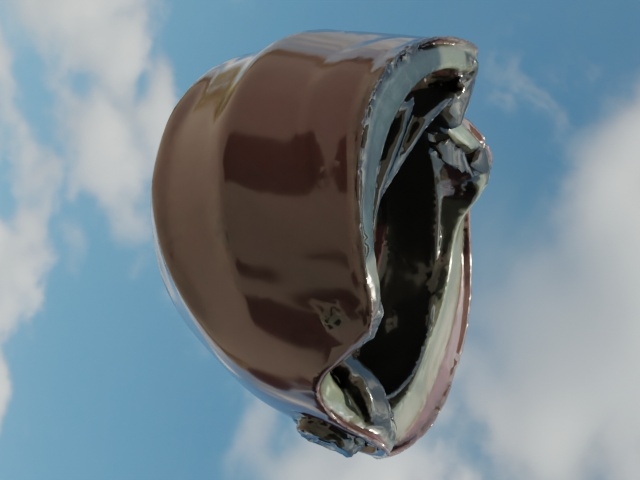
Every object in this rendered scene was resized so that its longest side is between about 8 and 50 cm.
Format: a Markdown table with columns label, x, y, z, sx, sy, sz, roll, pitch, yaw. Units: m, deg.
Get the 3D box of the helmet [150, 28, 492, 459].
| label | x | y | z | sx | sy | sz | roll | pitch | yaw |
| --- | --- | --- | --- | --- | --- | --- | --- | --- | --- |
| helmet | 0.000 | 0.000 | 0.603 | 0.197 | 0.338 | 0.271 | 12 | -118 | 19 |
